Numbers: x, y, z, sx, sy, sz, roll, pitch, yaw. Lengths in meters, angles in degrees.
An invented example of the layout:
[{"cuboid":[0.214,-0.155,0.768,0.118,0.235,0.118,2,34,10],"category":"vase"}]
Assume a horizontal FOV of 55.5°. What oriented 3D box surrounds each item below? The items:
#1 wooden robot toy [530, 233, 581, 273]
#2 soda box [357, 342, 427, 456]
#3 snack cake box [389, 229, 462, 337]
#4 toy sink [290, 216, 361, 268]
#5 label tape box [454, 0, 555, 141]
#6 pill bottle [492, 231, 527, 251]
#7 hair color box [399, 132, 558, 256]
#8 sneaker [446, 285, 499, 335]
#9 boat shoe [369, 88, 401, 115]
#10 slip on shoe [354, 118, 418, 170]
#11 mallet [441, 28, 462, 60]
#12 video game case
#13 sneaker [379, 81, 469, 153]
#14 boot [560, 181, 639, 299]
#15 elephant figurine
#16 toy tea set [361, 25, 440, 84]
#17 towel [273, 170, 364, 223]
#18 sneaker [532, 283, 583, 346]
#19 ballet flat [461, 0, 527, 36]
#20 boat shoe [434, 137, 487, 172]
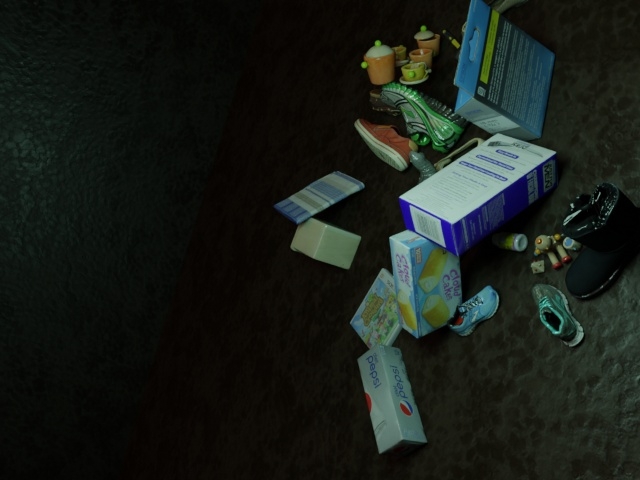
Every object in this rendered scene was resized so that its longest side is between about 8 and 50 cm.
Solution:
[{"cuboid":[0.528,0.012,1.381,0.173,0.079,0.076,-46,40,33],"category":"wooden robot toy"},{"cuboid":[0.189,0.430,1.650,0.098,0.091,0.286,-46,40,34],"category":"soda box"},{"cuboid":[0.270,0.095,1.536,0.089,0.152,0.264,35,141,56],"category":"snack cake box"},{"cuboid":[0.000,0.000,2.094,0.234,0.153,0.131,27,97,56],"category":"toy sink"},{"cuboid":[0.428,-0.416,1.512,0.106,0.334,0.240,-2,72,55],"category":"label tape box"},{"cuboid":[0.468,0.001,1.507,0.083,0.043,0.043,13,84,58],"category":"pill bottle"},{"cuboid":[0.379,-0.117,1.449,0.339,0.110,0.185,-34,38,-17],"category":"hair color box"},{"cuboid":[0.379,0.175,1.519,0.162,0.073,0.063,-54,36,24],"category":"sneaker"},{"cuboid":[0.248,-0.458,2.049,0.207,0.073,0.073,31,137,48],"category":"boat shoe"},{"cuboid":[0.215,-0.332,2.003,0.101,0.123,0.331,-43,36,1],"category":"slip on shoe"},{"cuboid":[0.427,-0.629,1.905,0.062,0.039,0.189,-48,35,33],"category":"mallet"},{"cuboid":[0.186,0.218,1.827,0.212,0.023,0.193,-61,34,14],"category":"video game case"},{"cuboid":[0.289,-0.381,1.851,0.343,0.134,0.146,45,116,42],"category":"sneaker"},{"cuboid":[0.548,0.004,1.238,0.246,0.207,0.094,-52,37,27],"category":"boot"},{"cuboid":[0.307,-0.094,1.610,0.169,0.240,0.186,-51,38,27],"category":"elephant figurine"},{"cuboid":[0.261,-0.590,1.879,0.200,0.124,0.336,3,35,24],"category":"toy tea set"},{"cuboid":[-0.005,-0.152,2.133,0.285,0.034,0.209,-31,30,-17],"category":"towel"},{"cuboid":[0.510,0.154,1.337,0.065,0.076,0.166,-52,37,25],"category":"sneaker"},{"cuboid":[0.507,-0.681,1.787,0.250,0.058,0.084,-22,55,49],"category":"ballet flat"},{"cuboid":[0.360,-0.192,1.713,0.302,0.098,0.109,-34,48,43],"category":"boat shoe"}]
